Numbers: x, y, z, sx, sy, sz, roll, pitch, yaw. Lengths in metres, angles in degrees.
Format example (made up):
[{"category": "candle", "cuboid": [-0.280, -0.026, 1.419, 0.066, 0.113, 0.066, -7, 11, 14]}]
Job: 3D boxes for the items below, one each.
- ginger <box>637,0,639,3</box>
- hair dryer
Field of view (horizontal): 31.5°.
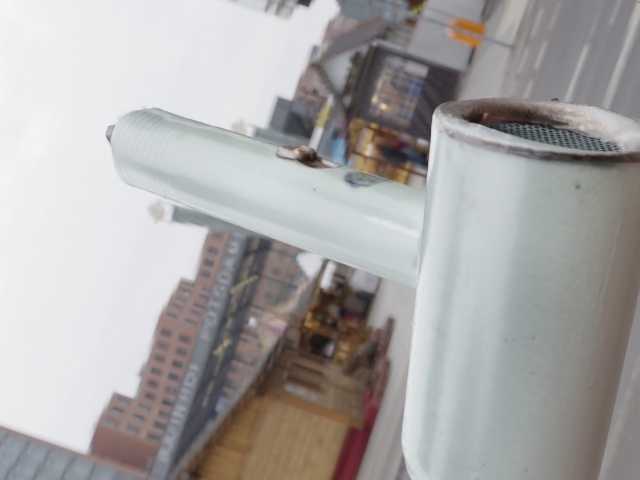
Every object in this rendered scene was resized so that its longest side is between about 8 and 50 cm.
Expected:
[{"category": "ginger", "cuboid": [0.130, -0.085, 0.274, 0.065, 0.118, 0.298, 10, -119, -55]}, {"category": "hair dryer", "cuboid": [0.000, 0.000, 0.416, 0.073, 0.236, 0.131, -19, -59, -51]}]
